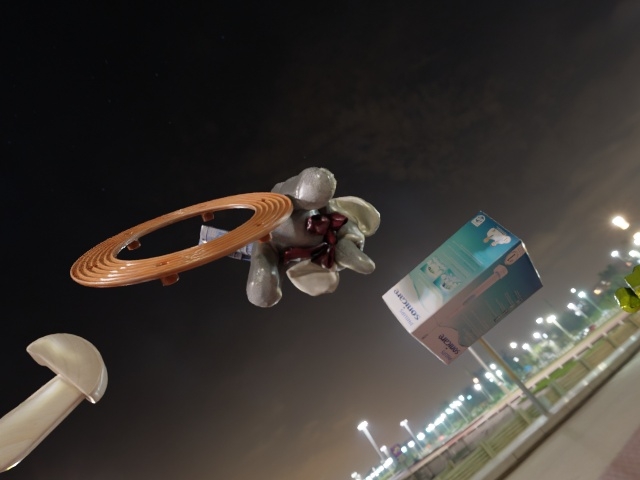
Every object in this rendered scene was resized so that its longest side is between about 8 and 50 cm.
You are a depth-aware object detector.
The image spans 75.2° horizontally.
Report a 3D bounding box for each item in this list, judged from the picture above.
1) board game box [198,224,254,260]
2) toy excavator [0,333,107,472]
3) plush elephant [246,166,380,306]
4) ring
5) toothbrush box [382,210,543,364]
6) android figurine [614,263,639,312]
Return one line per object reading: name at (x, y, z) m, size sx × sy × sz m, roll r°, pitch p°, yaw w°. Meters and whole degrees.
board game box at (-0.215, 0.009, 1.006) m, size 0.194 × 0.194 × 0.060 m, roll 42°, pitch -119°, yaw -85°
toy excavator at (-0.596, 0.314, 0.576) m, size 0.445 × 0.432 × 0.222 m, roll 17°, pitch -35°, yaw -12°
plush elephant at (0.000, 0.000, 0.869) m, size 0.255 × 0.330 × 0.271 m, roll 23°, pitch -81°, yaw -20°
ring at (-0.204, -0.006, 0.649) m, size 0.337 × 0.337 × 0.032 m, roll -24°, pitch -68°, yaw -23°
toothbrush box at (0.326, 0.117, 0.948) m, size 0.295 × 0.126 × 0.216 m, roll -44°, pitch -49°, yaw 6°
android figurine at (0.774, 0.079, 0.902) m, size 0.248 × 0.056 × 0.273 m, roll -37°, pitch -8°, yaw 26°
